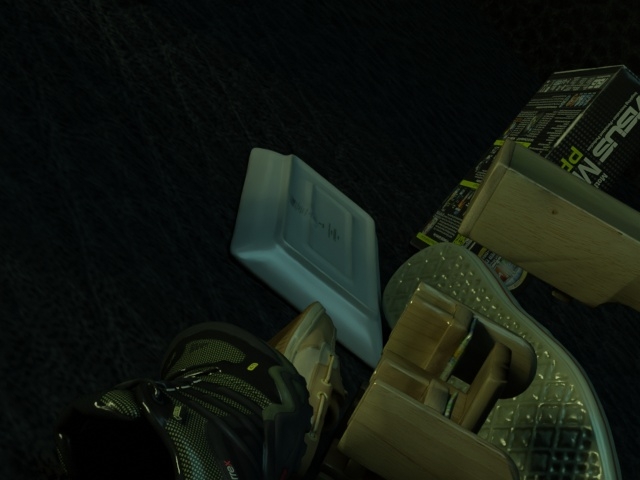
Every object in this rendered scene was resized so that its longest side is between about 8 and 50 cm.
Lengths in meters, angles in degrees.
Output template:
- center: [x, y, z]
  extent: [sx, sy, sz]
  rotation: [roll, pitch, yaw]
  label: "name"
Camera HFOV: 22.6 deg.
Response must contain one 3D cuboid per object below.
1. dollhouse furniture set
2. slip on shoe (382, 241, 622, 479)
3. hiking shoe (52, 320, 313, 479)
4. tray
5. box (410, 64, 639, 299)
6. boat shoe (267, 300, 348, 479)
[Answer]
- center: [0.111, 0.092, 0.887]
  extent: [0.161, 0.242, 0.212]
  rotation: [30, 15, 2]
  label: "dollhouse furniture set"
- center: [0.136, 0.122, 1.132]
  extent: [0.101, 0.123, 0.331]
  rotation: [46, 10, -32]
  label: "slip on shoe"
- center: [-0.067, 0.091, 0.765]
  extent: [0.114, 0.086, 0.227]
  rotation: [39, 16, -23]
  label: "hiking shoe"
- center: [0.000, 0.000, 1.273]
  extent: [0.145, 0.030, 0.270]
  rotation: [38, 16, -12]
  label: "tray"
- center: [0.182, -0.050, 1.392]
  extent: [0.060, 0.216, 0.270]
  rotation: [39, 1, -6]
  label: "box"
- center: [-0.015, 0.092, 0.945]
  extent: [0.059, 0.063, 0.170]
  rotation: [43, 25, -6]
  label: "boat shoe"
